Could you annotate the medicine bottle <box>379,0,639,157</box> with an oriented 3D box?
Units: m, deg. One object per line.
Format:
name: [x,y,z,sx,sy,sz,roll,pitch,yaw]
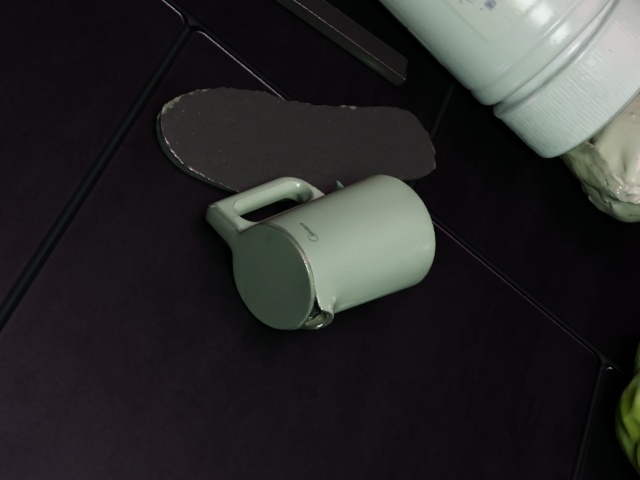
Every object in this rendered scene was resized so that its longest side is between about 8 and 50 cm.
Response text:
medicine bottle: [0.167,-0.253,1.486,0.332,0.190,0.190,45,43,-7]

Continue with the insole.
insole: [-0.012,-0.085,1.348,0.309,0.012,0.110,-6,69,-43]

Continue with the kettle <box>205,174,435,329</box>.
kettle: [0.004,-0.001,1.243,0.148,0.098,0.127,-20,88,-43]

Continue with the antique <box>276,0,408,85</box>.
antique: [0.004,-0.208,1.444,0.192,0.015,0.031,33,44,-20]

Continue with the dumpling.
dumpling: [0.303,-0.086,1.551,0.136,0.118,0.199,15,24,-15]

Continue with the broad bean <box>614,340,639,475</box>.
broad bean: [0.385,0.165,1.439,0.291,0.119,0.238,1,62,-41]
